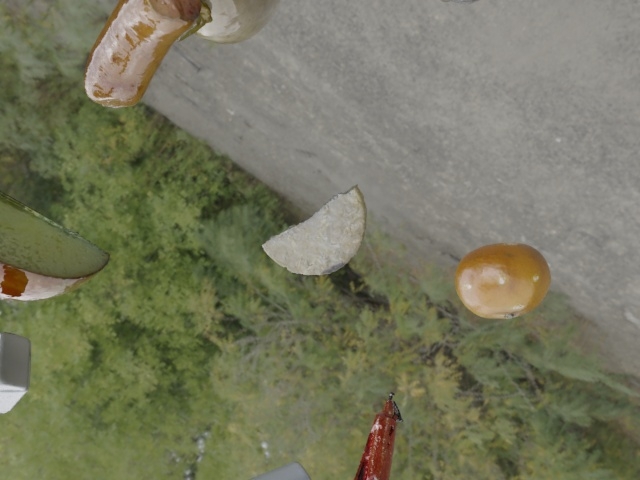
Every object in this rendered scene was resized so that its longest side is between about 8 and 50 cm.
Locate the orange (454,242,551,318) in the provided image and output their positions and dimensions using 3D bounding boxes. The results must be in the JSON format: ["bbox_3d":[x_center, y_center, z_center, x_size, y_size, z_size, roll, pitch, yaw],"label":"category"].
[{"bbox_3d":[0.303,0.069,1.142,0.156,0.123,0.156,-5,171,-1],"label":"orange"}]

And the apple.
[{"bbox_3d":[-0.549,0.008,1.156,0.346,0.179,0.254,34,168,-29],"label":"apple"}]

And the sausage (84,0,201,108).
[{"bbox_3d":[-0.271,-0.288,1.005,0.109,0.108,0.271,37,139,-16],"label":"sausage"}]

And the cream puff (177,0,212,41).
[{"bbox_3d":[-0.219,-0.359,1.098,0.083,0.083,0.058,-16,110,52],"label":"cream puff"}]

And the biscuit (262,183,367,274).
[{"bbox_3d":[0.004,0.001,1.398,0.133,0.250,0.032,60,-157,4],"label":"biscuit"}]

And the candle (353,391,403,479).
[{"bbox_3d":[0.113,0.450,1.411,0.084,0.301,0.059,4,143,19],"label":"candle"}]

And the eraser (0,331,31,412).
[{"bbox_3d":[-0.538,0.232,1.165,0.061,0.089,0.352,5,157,-29],"label":"eraser"}]

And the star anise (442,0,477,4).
[{"bbox_3d":[0.124,-0.377,0.862,0.360,0.139,0.316,12,170,33],"label":"star anise"}]

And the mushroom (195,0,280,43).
[{"bbox_3d":[-0.225,-0.520,1.210,0.295,0.362,0.362,-15,153,14],"label":"mushroom"}]

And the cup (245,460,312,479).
[{"bbox_3d":[-0.137,0.394,0.728,0.212,0.318,0.212,164,90,-73],"label":"cup"}]
